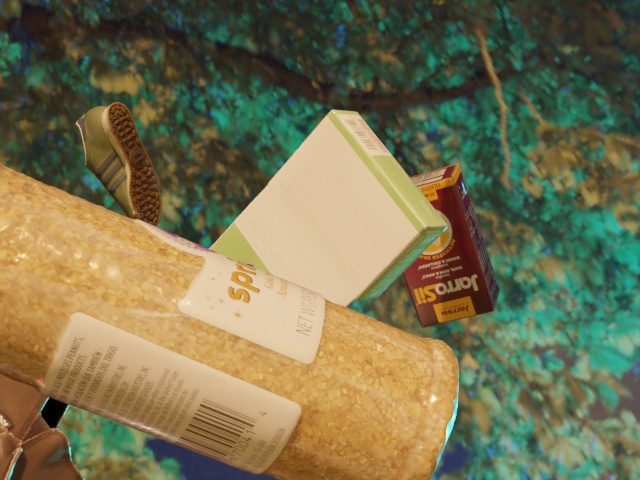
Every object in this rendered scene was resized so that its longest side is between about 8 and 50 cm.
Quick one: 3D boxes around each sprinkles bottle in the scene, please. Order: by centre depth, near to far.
[{"bbox_3d":[-0.100,0.052,0.660,0.356,0.121,0.121,23,-53,-10],"label":"sprinkles bottle"}]

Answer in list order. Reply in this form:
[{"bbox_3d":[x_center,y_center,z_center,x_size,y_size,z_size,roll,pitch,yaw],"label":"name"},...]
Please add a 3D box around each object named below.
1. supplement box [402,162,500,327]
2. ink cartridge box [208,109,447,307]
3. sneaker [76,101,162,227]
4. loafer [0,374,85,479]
[{"bbox_3d":[0.157,0.007,1.472,0.104,0.081,0.188,-16,-77,19],"label":"supplement box"},{"bbox_3d":[0.000,0.000,1.213,0.235,0.171,0.056,-47,-22,26],"label":"ink cartridge box"},{"bbox_3d":[-0.296,-0.104,1.628,0.086,0.064,0.192,-3,-67,34],"label":"sneaker"},{"bbox_3d":[-0.283,0.221,1.035,0.130,0.365,0.133,5,-46,-10],"label":"loafer"}]
